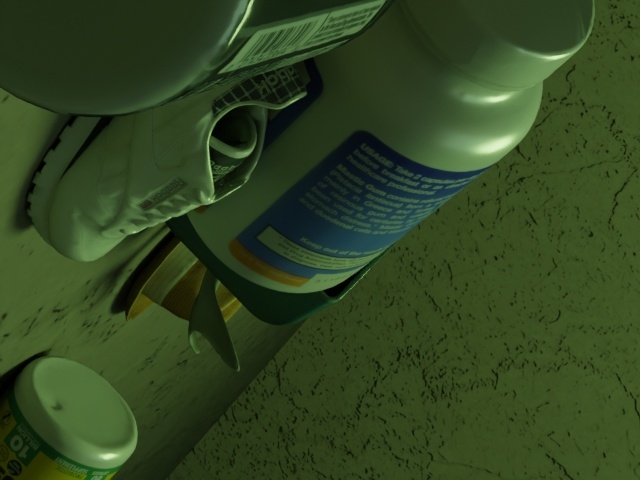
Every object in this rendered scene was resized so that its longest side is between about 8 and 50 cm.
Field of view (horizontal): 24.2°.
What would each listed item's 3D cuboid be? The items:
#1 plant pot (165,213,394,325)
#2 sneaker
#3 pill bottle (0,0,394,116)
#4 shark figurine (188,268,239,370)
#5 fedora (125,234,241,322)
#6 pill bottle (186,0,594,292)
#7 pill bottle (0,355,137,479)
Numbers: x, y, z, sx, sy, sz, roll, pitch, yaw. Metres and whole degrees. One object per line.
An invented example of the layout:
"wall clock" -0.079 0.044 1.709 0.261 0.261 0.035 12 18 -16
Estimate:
"plant pot" -0.025 -0.035 1.153 0.166 0.165 0.234 -44 179 -23
"sneaker" -0.095 -0.047 0.877 0.090 0.095 0.235 -43 174 -44
"pill bottle" -0.038 -0.127 0.575 0.130 0.130 0.246 -49 174 23
"shark figurine" -0.017 -0.007 1.319 0.116 0.166 0.278 8 -154 38
"fedora" -0.098 0.026 1.404 0.194 0.079 0.194 -45 173 -7
"pill bottle" 0.036 -0.088 0.897 0.152 0.152 0.272 -41 -179 -43
"pill bottle" -0.261 0.208 1.283 0.208 0.117 0.117 -48 174 20
